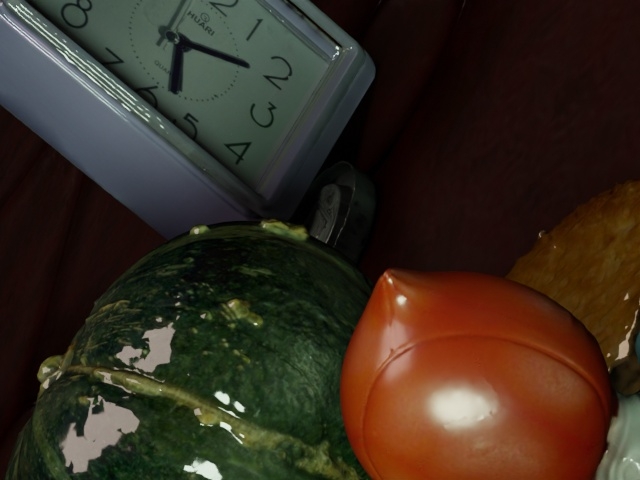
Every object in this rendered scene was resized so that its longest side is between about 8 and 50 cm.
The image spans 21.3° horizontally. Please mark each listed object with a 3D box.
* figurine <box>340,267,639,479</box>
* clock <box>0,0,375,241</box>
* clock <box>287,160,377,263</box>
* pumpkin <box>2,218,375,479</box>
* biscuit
[{"bbox_3d":[0.066,0.052,0.450,0.075,0.140,0.068,-56,17,18],"label":"figurine"},{"bbox_3d":[-0.079,-0.098,0.895,0.073,0.193,0.145,-35,20,48],"label":"clock"},{"bbox_3d":[0.000,0.000,0.862,0.085,0.017,0.085,-50,24,32],"label":"clock"},{"bbox_3d":[-0.044,0.084,0.672,0.190,0.146,0.190,-47,1,2],"label":"pumpkin"},{"bbox_3d":[0.070,0.067,0.591,0.206,0.025,0.126,-63,20,-3],"label":"biscuit"}]
